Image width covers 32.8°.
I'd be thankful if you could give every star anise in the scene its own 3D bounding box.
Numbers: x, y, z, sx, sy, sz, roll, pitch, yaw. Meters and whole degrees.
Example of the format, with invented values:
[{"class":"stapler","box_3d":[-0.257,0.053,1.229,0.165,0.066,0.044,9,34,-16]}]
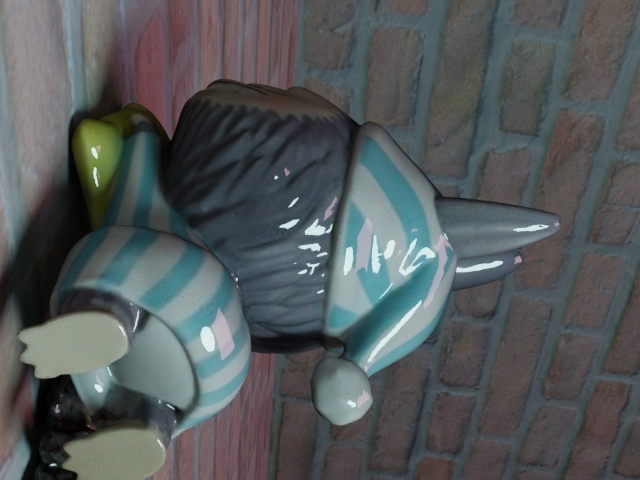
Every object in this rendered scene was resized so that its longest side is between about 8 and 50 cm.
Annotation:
[{"class":"star anise","box_3d":[-0.200,0.173,0.890,0.180,0.061,0.204,-89,-175,-75]}]

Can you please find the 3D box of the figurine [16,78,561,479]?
[{"class":"figurine","box_3d":[0.000,0.000,0.867,0.361,0.378,0.266,-84,160,-59]}]
